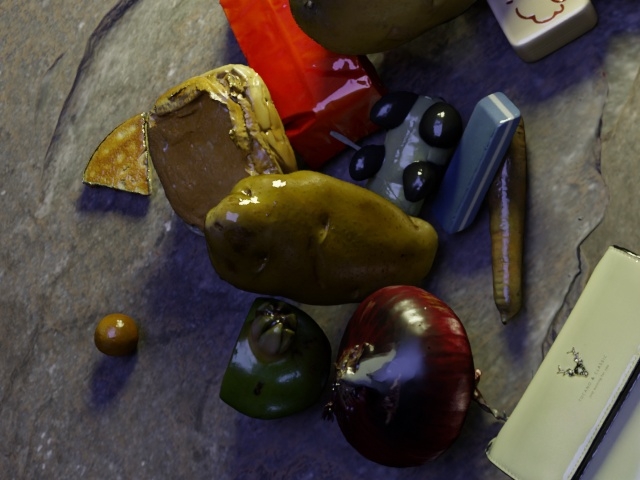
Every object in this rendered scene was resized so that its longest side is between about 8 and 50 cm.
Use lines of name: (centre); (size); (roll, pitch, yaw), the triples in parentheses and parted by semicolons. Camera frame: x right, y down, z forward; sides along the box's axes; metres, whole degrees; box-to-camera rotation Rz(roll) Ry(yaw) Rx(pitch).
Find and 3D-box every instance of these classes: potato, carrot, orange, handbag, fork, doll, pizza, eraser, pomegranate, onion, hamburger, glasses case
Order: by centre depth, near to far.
handbag: (0.414, 0.212, 1.524); (0.237, 0.160, 0.358); (32, 93, 38)
onion: (0.148, 0.206, 1.653); (0.273, 0.285, 0.273); (-174, 90, -68)
potato: (0.107, -0.469, 1.680); (0.290, 0.296, 0.397); (42, 131, 22)
potato: (0.000, 0.000, 1.702); (0.369, 0.176, 0.195); (10, 79, -12)
carrot: (0.289, -0.037, 1.705); (0.070, 0.070, 0.342); (-4, 77, 27)
eraser: (0.239, -0.119, 1.711); (0.082, 0.036, 0.225); (60, 137, 50)
pomegranate: (-0.057, 0.176, 1.757); (0.159, 0.190, 0.241); (17, 119, 4)
doll: (0.142, -0.130, 1.768); (0.143, 0.135, 0.234); (25, 94, 28)
glasses case: (0.317, -0.460, 1.790); (0.144, 0.076, 0.336); (-31, 65, 18)
fork: (0.064, -0.154, 1.845); (0.016, 0.115, 0.012); (-64, 15, -6)
hamburger: (-0.156, -0.141, 1.855); (0.318, 0.158, 0.318); (27, 131, 35)
orange: (-0.370, 0.172, 1.991); (0.085, 0.085, 0.085); (-7, 74, 26)
pizza: (-0.357, -0.149, 2.090); (0.176, 0.036, 0.184); (36, 93, 28)

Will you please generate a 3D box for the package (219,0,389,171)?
package: (-0.033, -0.341, 1.919); (0.196, 0.123, 0.423); (-30, 67, 16)
